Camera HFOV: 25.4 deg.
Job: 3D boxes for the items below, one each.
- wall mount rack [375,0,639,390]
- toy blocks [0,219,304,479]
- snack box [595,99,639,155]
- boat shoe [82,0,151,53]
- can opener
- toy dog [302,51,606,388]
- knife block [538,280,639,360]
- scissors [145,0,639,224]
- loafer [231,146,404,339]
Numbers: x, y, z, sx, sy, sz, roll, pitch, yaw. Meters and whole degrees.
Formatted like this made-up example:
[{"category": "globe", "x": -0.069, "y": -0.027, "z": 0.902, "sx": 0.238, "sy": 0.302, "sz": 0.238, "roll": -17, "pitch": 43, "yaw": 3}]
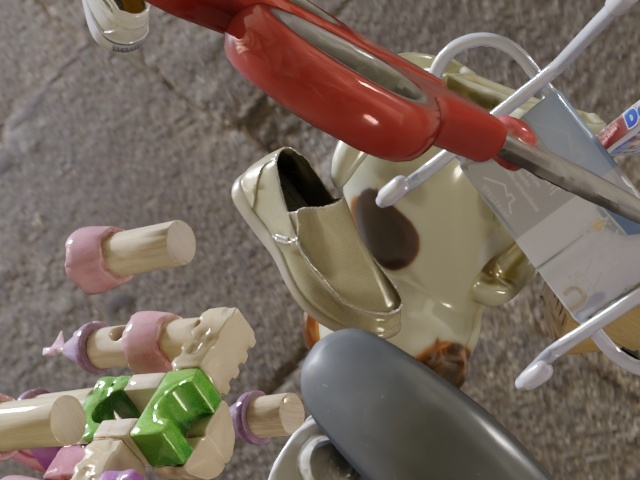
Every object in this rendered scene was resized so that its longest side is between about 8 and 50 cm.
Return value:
[{"category": "wall mount rack", "x": 0.220, "y": -0.041, "z": 1.156, "sx": 0.304, "sy": 0.130, "sz": 0.350, "roll": -40, "pitch": 85, "yaw": 34}, {"category": "toy blocks", "x": -0.211, "y": 0.184, "z": 1.337, "sx": 0.260, "sy": 0.309, "sz": 0.288, "roll": -11, "pitch": 35, "yaw": 35}, {"category": "snack box", "x": 0.306, "y": -0.120, "z": 1.191, "sx": 0.064, "sy": 0.178, "sz": 0.022, "roll": -4, "pitch": 67, "yaw": -30}, {"category": "boat shoe", "x": -0.100, "y": -0.134, "z": 0.635, "sx": 0.035, "sy": 0.035, "sz": 0.100, "roll": -13, "pitch": 72, "yaw": -26}, {"category": "can opener", "x": 0.100, "y": 0.131, "z": 0.394, "sx": 0.280, "sy": 0.093, "sz": 0.074, "roll": 34, "pitch": 81, "yaw": 8}, {"category": "toy dog", "x": 0.136, "y": 0.007, "z": 1.764, "sx": 0.284, "sy": 0.395, "sz": 0.408, "roll": 22, "pitch": 109, "yaw": 22}, {"category": "knife block", "x": 0.399, "y": 0.060, "z": 1.729, "sx": 0.242, "sy": 0.275, "sz": 0.088, "roll": -7, "pitch": 56, "yaw": -7}, {"category": "scissors", "x": 0.044, "y": -0.042, "z": 0.449, "sx": 0.109, "sy": 0.297, "sz": 0.021, "roll": 38, "pitch": 105, "yaw": 31}, {"category": "loafer", "x": 0.000, "y": 0.000, "z": 1.582, "sx": 0.102, "sy": 0.092, "sz": 0.268, "roll": -20, "pitch": 60, "yaw": -44}]
